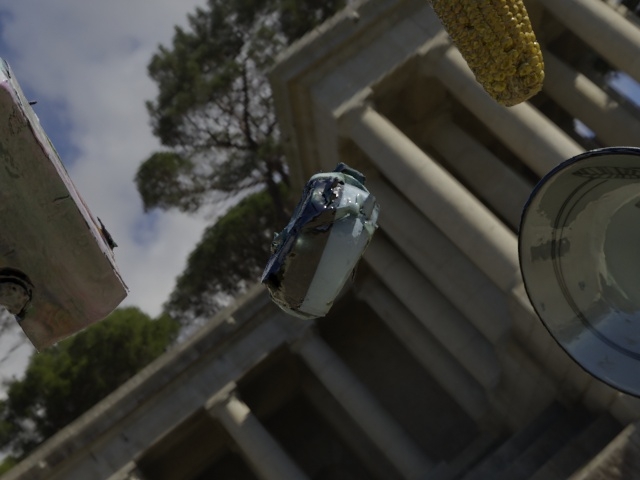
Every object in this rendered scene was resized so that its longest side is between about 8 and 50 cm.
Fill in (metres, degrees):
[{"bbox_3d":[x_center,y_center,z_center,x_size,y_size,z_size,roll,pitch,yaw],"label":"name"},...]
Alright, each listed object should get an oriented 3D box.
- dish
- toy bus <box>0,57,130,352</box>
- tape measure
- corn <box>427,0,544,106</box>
[{"bbox_3d":[0.381,0.027,1.118,0.106,0.316,0.316,-27,-28,-40],"label":"dish"},{"bbox_3d":[-0.303,-0.037,0.963,0.138,0.112,0.317,-26,-46,-7],"label":"toy bus"},{"bbox_3d":[0.000,0.001,0.592,0.091,0.054,0.094,-62,5,14],"label":"tape measure"},{"bbox_3d":[0.206,-0.333,1.336,0.119,0.321,0.119,-28,8,4],"label":"corn"}]
